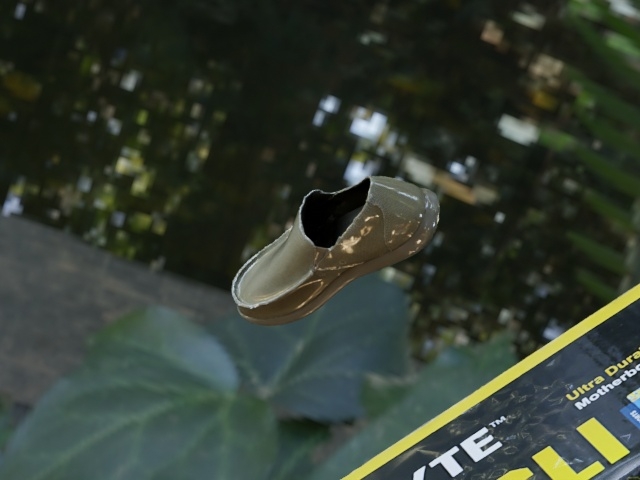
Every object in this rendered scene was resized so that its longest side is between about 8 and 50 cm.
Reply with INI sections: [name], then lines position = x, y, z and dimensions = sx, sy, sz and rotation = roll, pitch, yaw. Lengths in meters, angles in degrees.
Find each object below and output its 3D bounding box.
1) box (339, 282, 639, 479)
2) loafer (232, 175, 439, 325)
[box]
position = 0.147, 0.163, 0.568
dimensions = 0.322, 0.257, 0.079
rotation = 60, -5, -25
[loafer]
position = 0.000, 0.000, 1.060
dimensions = 0.050, 0.148, 0.056
rotation = 38, 38, -30
